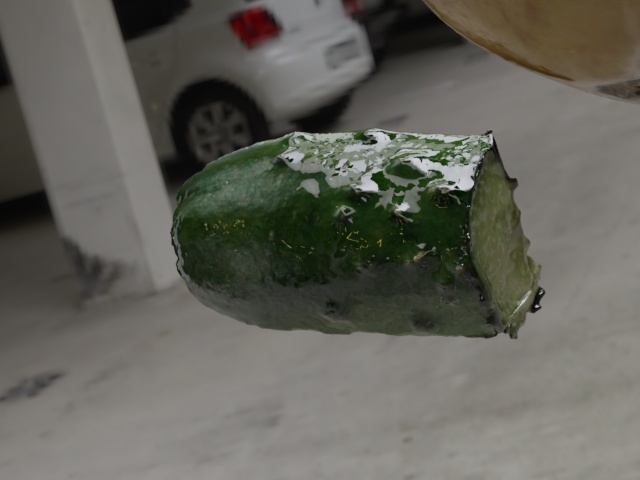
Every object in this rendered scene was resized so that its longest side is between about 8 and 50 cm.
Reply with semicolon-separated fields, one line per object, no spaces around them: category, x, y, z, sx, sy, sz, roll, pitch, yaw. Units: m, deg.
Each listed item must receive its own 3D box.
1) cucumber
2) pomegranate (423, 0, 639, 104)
cucumber;-0.002;-0.001;1.259;0.325;0.145;0.105;2;33;35
pomegranate;0.172;-0.213;0.931;0.307;0.307;0.307;-15;7;2
